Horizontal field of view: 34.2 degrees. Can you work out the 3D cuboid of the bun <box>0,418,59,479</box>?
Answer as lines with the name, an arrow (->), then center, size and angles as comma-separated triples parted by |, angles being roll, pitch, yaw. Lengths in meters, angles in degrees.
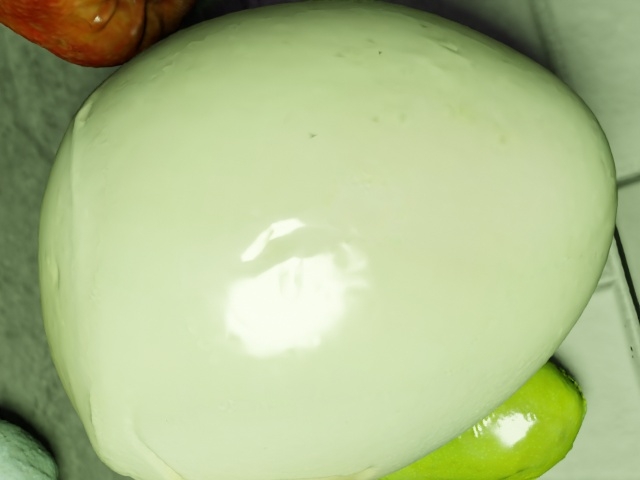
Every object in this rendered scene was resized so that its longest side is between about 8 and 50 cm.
bun -> -0.260, 0.202, 0.814 | 0.140, 0.083, 0.141 | 2, 96, 23

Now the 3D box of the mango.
mango -> 0.101, 0.133, 0.713 | 0.165, 0.074, 0.091 | -24, 94, 17

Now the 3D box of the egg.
egg -> 0.000, 0.000, 0.616 | 0.345, 0.283, 0.283 | -16, 95, 4

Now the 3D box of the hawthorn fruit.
hawthorn fruit -> -0.161, -0.205, 0.688 | 0.173, 0.179, 0.173 | -10, 118, -20
